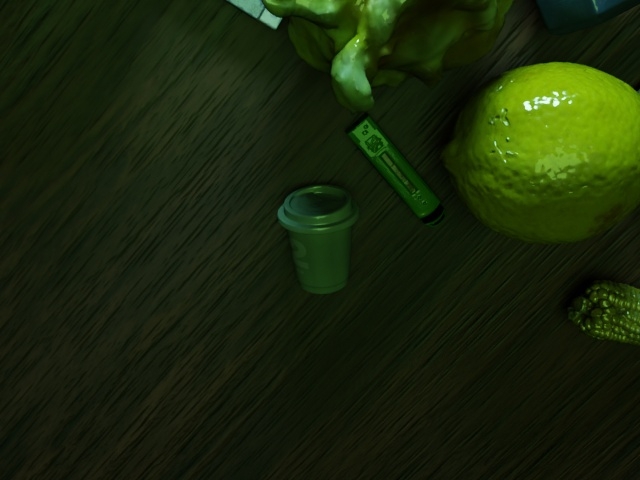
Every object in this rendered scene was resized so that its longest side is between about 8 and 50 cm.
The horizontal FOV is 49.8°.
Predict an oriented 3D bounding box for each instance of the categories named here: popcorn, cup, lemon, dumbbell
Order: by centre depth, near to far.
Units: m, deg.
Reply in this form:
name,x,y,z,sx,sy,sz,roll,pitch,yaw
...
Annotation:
name,x,y,z,sx,sy,sz,roll,pitch,yaw
popcorn,0.079,-0.320,0.828,0.336,0.279,0.274,-17,110,-3
dumbbell,0.306,-0.434,0.879,0.160,0.144,0.324,-29,106,2
lemon,0.307,-0.116,0.928,0.268,0.267,0.267,-1,108,-3
cup,0.000,0.000,1.022,0.120,0.120,0.141,-5,122,-2

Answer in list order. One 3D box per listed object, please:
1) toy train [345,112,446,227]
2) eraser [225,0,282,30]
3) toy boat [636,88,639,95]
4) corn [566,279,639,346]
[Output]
name,x,y,z,sx,sy,sz,roll,pitch,yaw
toy train,0.121,-0.096,1.028,0.044,0.042,0.209,-40,105,10
eraser,-0.129,-0.375,0.922,0.213,0.046,0.091,29,103,-11
toy boat,0.589,-0.176,0.993,0.276,0.111,0.293,7,95,17
corn,0.540,0.138,1.099,0.292,0.101,0.101,19,105,-9
